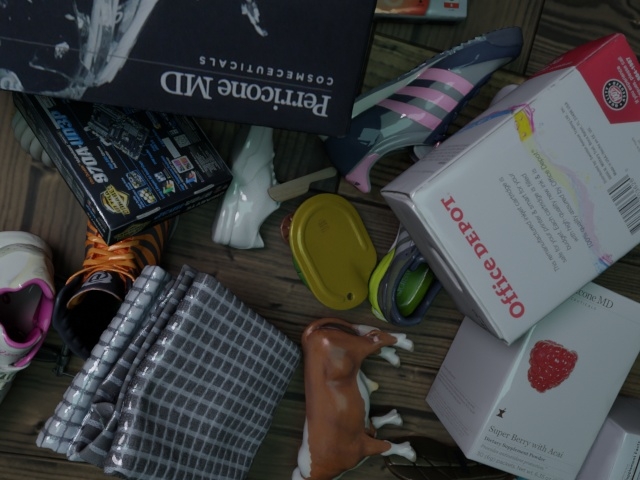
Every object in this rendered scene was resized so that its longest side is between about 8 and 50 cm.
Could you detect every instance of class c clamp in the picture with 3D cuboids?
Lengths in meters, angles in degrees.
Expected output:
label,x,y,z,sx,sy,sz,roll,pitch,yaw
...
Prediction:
label,x,y,z,sx,sy,sz,roll,pitch,yaw
c clamp,-0.389,0.126,0.714,0.137,0.022,0.160,11,97,-3

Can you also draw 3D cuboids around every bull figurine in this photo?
label,x,y,z,sx,sy,sz,roll,pitch,yaw
bull figurine,0.046,0.271,0.756,0.188,0.101,0.310,-4,101,-11

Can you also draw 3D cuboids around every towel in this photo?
label,x,y,z,sx,sy,sz,roll,pitch,yaw
towel,-0.150,0.186,0.601,0.235,0.121,0.283,-63,145,-21

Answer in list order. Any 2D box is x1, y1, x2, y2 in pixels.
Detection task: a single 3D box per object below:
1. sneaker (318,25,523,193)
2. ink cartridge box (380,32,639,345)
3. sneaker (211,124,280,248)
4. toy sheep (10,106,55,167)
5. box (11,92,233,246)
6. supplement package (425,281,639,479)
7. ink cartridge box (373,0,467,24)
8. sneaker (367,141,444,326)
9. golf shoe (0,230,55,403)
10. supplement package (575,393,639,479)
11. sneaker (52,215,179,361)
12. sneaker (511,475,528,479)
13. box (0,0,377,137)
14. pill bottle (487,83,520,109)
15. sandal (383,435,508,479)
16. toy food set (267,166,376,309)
label,x,y,z,sx,sy,sz,roll,pitch,yaw
sneaker,0.158,-0.183,0.692,0.319,0.112,0.131,-28,92,5
ink cartridge box,0.265,-0.062,0.596,0.306,0.131,0.226,-36,102,-1
sneaker,-0.089,-0.089,0.701,0.094,0.080,0.212,13,104,-21
toy sheep,-0.357,-0.143,0.641,0.091,0.091,0.132,-40,88,0
box,-0.243,-0.125,0.606,0.175,0.051,0.220,-32,85,-37
supplement package,0.323,0.186,0.740,0.178,0.175,0.293,22,95,-10
ink cartridge box,0.140,-0.410,0.691,0.145,0.045,0.179,-2,101,-8
sneaker,0.165,-0.001,0.717,0.111,0.121,0.300,16,96,-10
golf shoe,-0.433,0.142,0.624,0.115,0.140,0.306,15,101,-47
supplement package,0.484,0.346,0.778,0.203,0.194,0.149,15,96,-9
sneaker,-0.261,0.011,0.630,0.125,0.180,0.321,1,98,-8
sneaker,0.449,0.490,0.847,0.275,0.107,0.110,28,85,-11
box,-0.174,-0.391,0.434,0.480,0.297,0.471,5,123,-11
pill bottle,0.364,-0.159,0.722,0.209,0.119,0.119,6,98,-9
sandal,0.211,0.385,0.815,0.219,0.090,0.060,6,120,-16
toy food set,0.000,0.000,0.729,0.128,0.071,0.218,-32,105,-27
